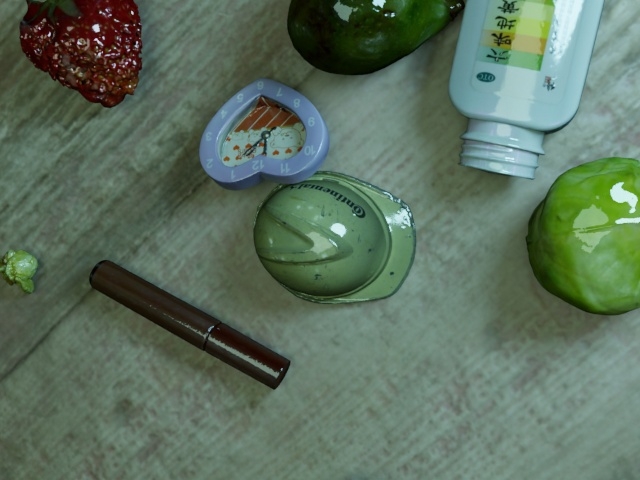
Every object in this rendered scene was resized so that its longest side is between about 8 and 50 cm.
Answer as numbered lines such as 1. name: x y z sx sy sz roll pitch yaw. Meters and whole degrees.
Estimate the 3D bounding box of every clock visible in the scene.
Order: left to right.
1. clock: -0.082 -0.160 1.292 0.198 0.064 0.172 -6 69 15

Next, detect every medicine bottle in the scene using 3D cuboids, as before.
1. medicine bottle: 0.276 -0.250 1.164 0.179 0.124 0.324 14 99 14

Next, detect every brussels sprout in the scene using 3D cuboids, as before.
1. brussels sprout: 0.384 -0.005 1.129 0.223 0.161 0.223 -1 87 19

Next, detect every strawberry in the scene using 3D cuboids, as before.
1. strawberry: -0.357 -0.305 1.318 0.184 0.187 0.201 6 129 54

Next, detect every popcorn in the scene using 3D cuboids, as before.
1. popcorn: -0.508 0.054 1.434 0.068 0.059 0.083 -17 98 16

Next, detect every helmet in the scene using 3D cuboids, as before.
1. helmet: 0.003 0.001 1.248 0.258 0.137 0.204 8 96 14

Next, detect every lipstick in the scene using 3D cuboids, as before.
1. lipstick: -0.213 0.131 1.359 0.357 0.057 0.057 26 100 12

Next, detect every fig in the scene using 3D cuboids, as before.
1. fig: 0.081 -0.315 1.188 0.245 0.195 0.195 8 97 -14
